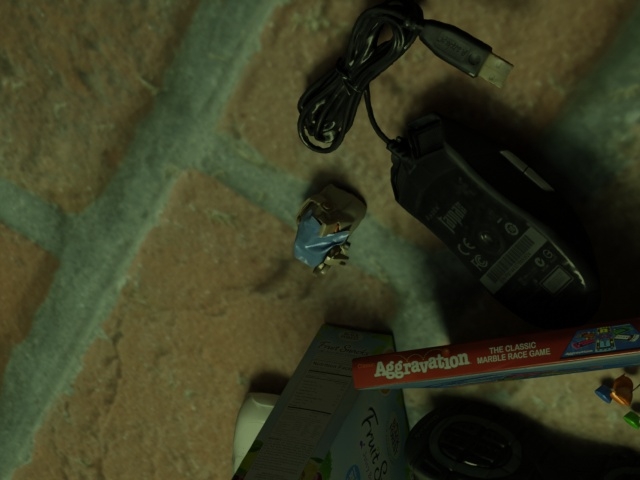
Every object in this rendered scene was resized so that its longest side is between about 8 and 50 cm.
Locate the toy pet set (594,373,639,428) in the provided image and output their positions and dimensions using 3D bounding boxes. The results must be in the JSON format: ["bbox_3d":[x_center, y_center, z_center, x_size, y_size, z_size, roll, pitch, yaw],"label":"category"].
[{"bbox_3d":[0.287,0.132,1.403,0.122,0.065,0.114,42,171,-8],"label":"toy pet set"}]

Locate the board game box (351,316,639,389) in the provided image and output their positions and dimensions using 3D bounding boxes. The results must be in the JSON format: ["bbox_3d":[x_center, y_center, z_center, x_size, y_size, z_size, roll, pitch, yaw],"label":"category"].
[{"bbox_3d":[0.178,0.081,1.352,0.281,0.145,0.027,-10,80,35],"label":"board game box"}]

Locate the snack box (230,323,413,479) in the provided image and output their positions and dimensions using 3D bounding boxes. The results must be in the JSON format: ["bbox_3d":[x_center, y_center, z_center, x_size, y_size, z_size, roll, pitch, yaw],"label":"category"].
[{"bbox_3d":[0.004,0.200,1.494,0.070,0.207,0.174,8,134,22],"label":"snack box"}]

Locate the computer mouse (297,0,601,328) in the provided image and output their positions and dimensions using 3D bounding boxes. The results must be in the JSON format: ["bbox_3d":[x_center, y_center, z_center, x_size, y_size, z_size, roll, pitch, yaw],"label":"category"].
[{"bbox_3d":[0.115,-0.064,1.300,0.262,0.060,0.184,39,142,7],"label":"computer mouse"}]

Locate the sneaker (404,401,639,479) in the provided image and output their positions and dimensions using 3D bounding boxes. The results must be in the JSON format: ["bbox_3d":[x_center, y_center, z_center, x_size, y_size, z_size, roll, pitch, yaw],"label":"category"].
[{"bbox_3d":[0.204,0.229,1.505,0.286,0.109,0.130,24,144,21],"label":"sneaker"}]

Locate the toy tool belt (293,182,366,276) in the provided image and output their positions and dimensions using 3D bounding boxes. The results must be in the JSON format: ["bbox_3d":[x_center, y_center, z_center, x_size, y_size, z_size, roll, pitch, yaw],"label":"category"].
[{"bbox_3d":[0.000,0.000,1.424,0.052,0.051,0.083,27,138,3],"label":"toy tool belt"}]

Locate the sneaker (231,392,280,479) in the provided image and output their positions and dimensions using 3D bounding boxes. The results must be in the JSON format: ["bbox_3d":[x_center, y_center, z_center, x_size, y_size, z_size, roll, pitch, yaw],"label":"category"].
[{"bbox_3d":[-0.043,0.232,1.635,0.090,0.095,0.235,14,134,19],"label":"sneaker"}]
